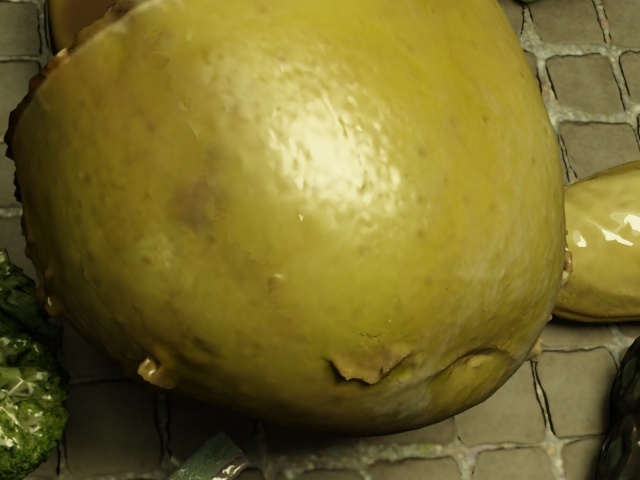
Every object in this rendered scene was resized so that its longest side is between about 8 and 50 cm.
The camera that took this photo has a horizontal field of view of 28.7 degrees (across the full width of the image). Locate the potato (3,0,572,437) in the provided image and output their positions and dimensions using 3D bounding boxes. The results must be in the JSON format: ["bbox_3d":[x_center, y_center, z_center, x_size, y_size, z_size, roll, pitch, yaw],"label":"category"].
[{"bbox_3d":[0.000,0.000,0.925,0.442,0.385,0.319,-10,67,-54],"label":"potato"}]

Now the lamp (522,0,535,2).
[{"bbox_3d":[0.221,-0.392,1.275,0.250,0.250,0.284,-23,59,-20],"label":"lamp"}]

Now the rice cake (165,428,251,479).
[{"bbox_3d":[-0.140,0.230,0.977,0.043,0.034,0.211,41,63,17],"label":"rice cake"}]

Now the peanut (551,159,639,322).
[{"bbox_3d":[0.320,0.003,1.124,0.318,0.147,0.148,2,61,-6],"label":"peanut"}]

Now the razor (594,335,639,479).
[{"bbox_3d":[0.395,0.204,1.042,0.326,0.107,0.189,22,59,1],"label":"razor"}]

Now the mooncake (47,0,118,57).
[{"bbox_3d":[-0.141,-0.180,1.157,0.234,0.117,0.235,3,63,-6],"label":"mooncake"}]

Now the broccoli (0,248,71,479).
[{"bbox_3d":[-0.321,0.071,0.898,0.303,0.283,0.321,-26,54,-38],"label":"broccoli"}]
